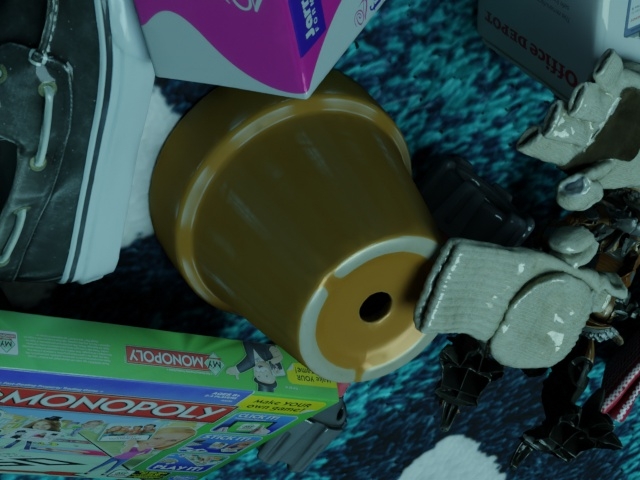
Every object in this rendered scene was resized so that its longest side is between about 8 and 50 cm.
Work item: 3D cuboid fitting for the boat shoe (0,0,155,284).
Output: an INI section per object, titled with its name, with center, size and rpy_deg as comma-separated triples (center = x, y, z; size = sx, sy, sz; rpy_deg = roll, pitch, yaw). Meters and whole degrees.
[boat shoe]
center = -0.183, -0.095, 0.827
size = 0.119, 0.121, 0.335
rpy_deg = -13, 131, -28

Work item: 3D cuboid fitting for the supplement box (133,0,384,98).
[supplement box]
center = -0.015, -0.197, 0.786
size = 0.220, 0.114, 0.111
rpy_deg = -55, 146, -37

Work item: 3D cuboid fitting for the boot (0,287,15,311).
[boot]
center = -0.270, 0.078, 0.960
size = 0.099, 0.045, 0.121
rpy_deg = -28, 131, -9

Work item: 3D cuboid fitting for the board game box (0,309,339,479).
[board game box]
center = -0.175, 0.126, 0.982
size = 0.317, 0.046, 0.213
rpy_deg = 11, 149, -37

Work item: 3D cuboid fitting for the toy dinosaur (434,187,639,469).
[toy dinosaur]
center = 0.199, 0.076, 1.149
size = 0.164, 0.218, 0.322
rpy_deg = 14, 139, 9

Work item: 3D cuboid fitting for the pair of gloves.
[pair of gloves]
center = 0.186, -0.012, 0.934
size = 0.204, 0.042, 0.240
rpy_deg = 20, 105, -47

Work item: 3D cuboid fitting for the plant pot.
[plant pot]
center = 0.000, 0.000, 0.964
size = 0.205, 0.188, 0.205
rpy_deg = -16, 130, -20

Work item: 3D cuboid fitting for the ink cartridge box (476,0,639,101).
[ink cartridge box]
center = 0.192, -0.221, 0.937
size = 0.093, 0.154, 0.212
rpy_deg = -18, 130, -22

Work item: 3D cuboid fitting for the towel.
[towel]
center = 0.340, 0.074, 1.232
size = 0.199, 0.031, 0.275
rpy_deg = -51, 171, 12

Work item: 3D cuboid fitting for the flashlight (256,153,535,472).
[flashlight]
center = 0.052, 0.070, 1.115
size = 0.304, 0.103, 0.103
rpy_deg = -53, 167, 16
